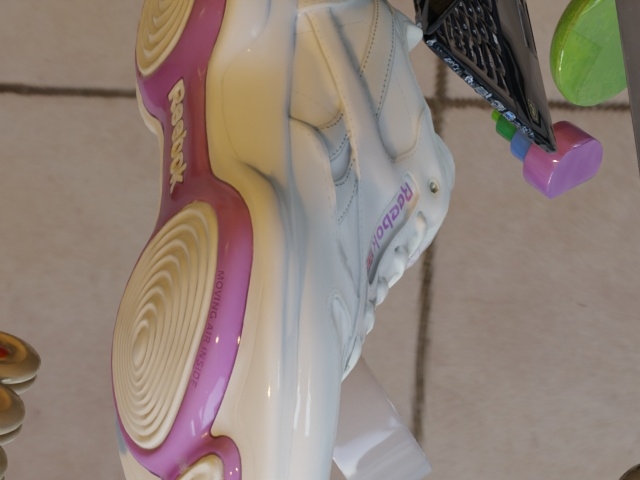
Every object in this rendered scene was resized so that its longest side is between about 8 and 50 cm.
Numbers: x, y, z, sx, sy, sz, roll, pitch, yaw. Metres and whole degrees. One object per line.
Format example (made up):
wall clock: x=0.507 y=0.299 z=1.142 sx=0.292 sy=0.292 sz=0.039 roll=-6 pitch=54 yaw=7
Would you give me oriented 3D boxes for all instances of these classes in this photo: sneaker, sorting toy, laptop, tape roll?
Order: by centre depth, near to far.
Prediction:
sneaker: x=0.000 y=0.000 z=0.650 sx=0.114 sy=0.152 sz=0.305 roll=-36 pitch=43 yaw=45
laptop: x=0.105 y=-0.208 z=0.823 sx=0.136 sy=0.264 sz=0.234 roll=-18 pitch=64 yaw=24
sorting toy: x=0.213 y=-0.216 z=1.343 sx=0.126 sy=0.127 sz=0.365 roll=41 pitch=131 yaw=36
tape roll: x=0.017 y=0.140 z=1.486 sx=0.072 sy=0.219 sz=0.219 roll=-33 pitch=77 yaw=-1

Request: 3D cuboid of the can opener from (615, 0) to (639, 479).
can opener: x=0.140 y=0.035 z=0.559 sx=0.076 sy=0.095 sz=0.283 roll=-7 pitch=93 yaw=47

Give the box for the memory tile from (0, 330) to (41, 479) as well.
memory tile: x=-0.176 y=0.044 z=0.572 sx=0.148 sy=0.113 sz=0.012 roll=16 pitch=112 yaw=-6
